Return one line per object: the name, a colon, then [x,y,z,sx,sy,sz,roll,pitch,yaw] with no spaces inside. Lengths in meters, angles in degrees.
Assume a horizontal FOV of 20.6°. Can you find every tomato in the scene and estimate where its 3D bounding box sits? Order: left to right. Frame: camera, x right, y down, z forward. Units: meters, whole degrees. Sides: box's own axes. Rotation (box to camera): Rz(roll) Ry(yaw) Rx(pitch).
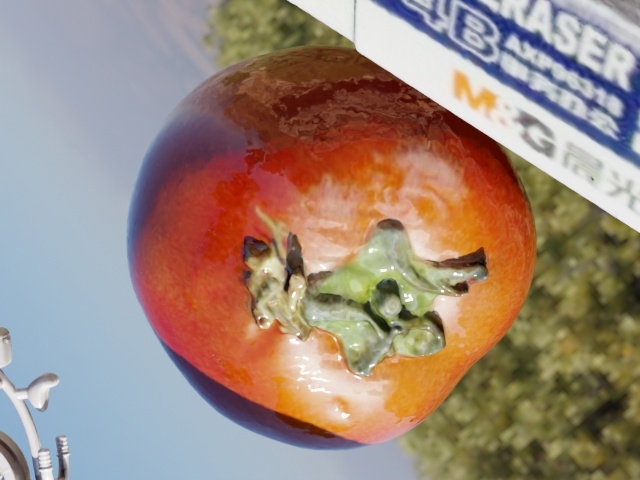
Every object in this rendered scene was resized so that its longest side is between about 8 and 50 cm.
tomato: [0.000,0.000,1.400,0.321,0.321,0.321,51,176,5]

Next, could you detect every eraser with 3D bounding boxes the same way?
eraser: [0.100,-0.103,0.758,0.287,0.086,0.130,35,156,19]

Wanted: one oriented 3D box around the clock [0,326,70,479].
clock: [-0.178,0.098,0.925,0.041,0.087,0.129,-36,-56,-81]
